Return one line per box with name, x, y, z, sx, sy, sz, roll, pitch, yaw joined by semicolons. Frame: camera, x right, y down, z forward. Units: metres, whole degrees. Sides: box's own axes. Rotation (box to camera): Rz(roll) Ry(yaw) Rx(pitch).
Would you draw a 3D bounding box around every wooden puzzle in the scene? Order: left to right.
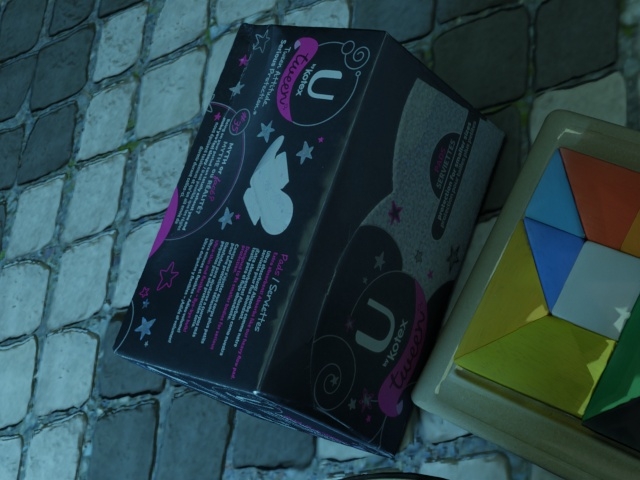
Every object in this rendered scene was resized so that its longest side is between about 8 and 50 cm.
wooden puzzle;0.175;0.036;0.889;0.238;0.044;0.221;22;84;47

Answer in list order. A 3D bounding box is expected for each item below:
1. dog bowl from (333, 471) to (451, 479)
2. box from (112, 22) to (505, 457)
dog bowl;0.049;0.339;0.764;0.408;0.150;0.408;-21;55;33
box;0.000;0.000;0.986;0.142;0.163;0.247;12;76;42
